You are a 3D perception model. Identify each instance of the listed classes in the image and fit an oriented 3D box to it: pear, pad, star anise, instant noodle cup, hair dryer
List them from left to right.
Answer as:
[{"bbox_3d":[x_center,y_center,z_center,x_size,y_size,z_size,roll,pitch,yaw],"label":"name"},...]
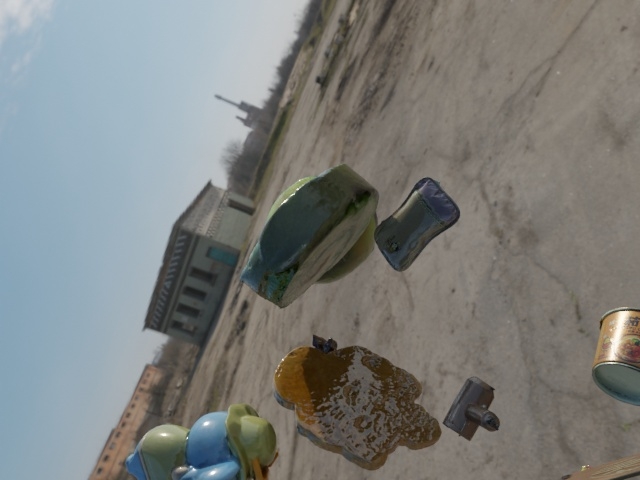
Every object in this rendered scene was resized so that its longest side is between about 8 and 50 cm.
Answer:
[{"bbox_3d":[-0.003,-0.001,1.665,0.165,0.398,0.399,-86,20,-61],"label":"pear"},{"bbox_3d":[0.023,0.329,1.382,0.057,0.167,0.168,-49,-10,-53],"label":"star anise"},{"bbox_3d":[0.298,0.322,0.934,0.117,0.064,0.182,-56,-3,-9],"label":"hair dryer"},{"bbox_3d":[0.659,0.497,1.093,0.286,0.284,0.018,-27,63,16],"label":"pad"},{"bbox_3d":[0.809,0.305,1.286,0.172,0.215,0.216,-48,-1,-29],"label":"instant noodle cup"}]

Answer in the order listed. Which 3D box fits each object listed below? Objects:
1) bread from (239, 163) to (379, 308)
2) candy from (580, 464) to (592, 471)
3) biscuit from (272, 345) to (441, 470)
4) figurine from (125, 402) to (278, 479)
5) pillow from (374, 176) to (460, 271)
[{"bbox_3d":[-0.020,-0.009,1.190,0.366,0.129,0.382,-50,-13,3],"label":"bread"},{"bbox_3d":[0.967,0.797,1.656,0.200,0.060,0.061,-4,59,43],"label":"candy"},{"bbox_3d":[0.075,0.344,1.077,0.269,0.375,0.051,-47,-31,-46],"label":"biscuit"},{"bbox_3d":[-0.200,0.371,0.886,0.180,0.261,0.154,31,-128,-57],"label":"figurine"},{"bbox_3d":[0.213,-0.035,1.153,0.038,0.131,0.233,-15,-26,-49],"label":"pillow"}]
